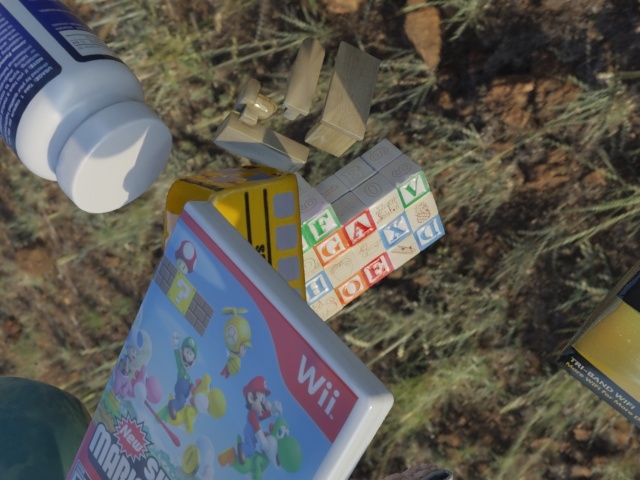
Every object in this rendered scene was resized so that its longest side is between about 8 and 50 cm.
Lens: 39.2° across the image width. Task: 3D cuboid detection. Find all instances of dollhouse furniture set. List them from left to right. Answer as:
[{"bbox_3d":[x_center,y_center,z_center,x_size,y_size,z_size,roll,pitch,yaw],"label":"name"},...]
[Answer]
[{"bbox_3d":[-0.031,-0.176,1.143,0.144,0.123,0.151,24,151,-18],"label":"dollhouse furniture set"}]

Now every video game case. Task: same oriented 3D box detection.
[{"bbox_3d":[-0.083,0.146,0.610,0.204,0.025,0.285,44,118,34],"label":"video game case"}]

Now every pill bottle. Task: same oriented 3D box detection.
[{"bbox_3d":[-0.287,-0.160,0.970,0.265,0.153,0.153,45,143,22],"label":"pill bottle"}]

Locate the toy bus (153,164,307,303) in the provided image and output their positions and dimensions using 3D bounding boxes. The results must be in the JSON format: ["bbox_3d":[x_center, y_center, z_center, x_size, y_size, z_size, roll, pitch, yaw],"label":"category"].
[{"bbox_3d":[-0.086,0.098,0.930,0.108,0.130,0.333,18,116,54],"label":"toy bus"}]

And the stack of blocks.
[{"bbox_3d":[0.000,0.000,1.144,0.087,0.297,0.171,48,169,43],"label":"stack of blocks"}]

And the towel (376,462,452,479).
[{"bbox_3d":[0.026,0.436,1.021,0.053,0.331,0.317,17,105,41],"label":"towel"}]

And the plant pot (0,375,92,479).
[{"bbox_3d":[-0.383,0.283,1.107,0.290,0.196,0.290,7,148,4],"label":"plant pot"}]

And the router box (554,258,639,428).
[{"bbox_3d":[0.383,0.137,0.779,0.309,0.081,0.243,38,157,15],"label":"router box"}]
